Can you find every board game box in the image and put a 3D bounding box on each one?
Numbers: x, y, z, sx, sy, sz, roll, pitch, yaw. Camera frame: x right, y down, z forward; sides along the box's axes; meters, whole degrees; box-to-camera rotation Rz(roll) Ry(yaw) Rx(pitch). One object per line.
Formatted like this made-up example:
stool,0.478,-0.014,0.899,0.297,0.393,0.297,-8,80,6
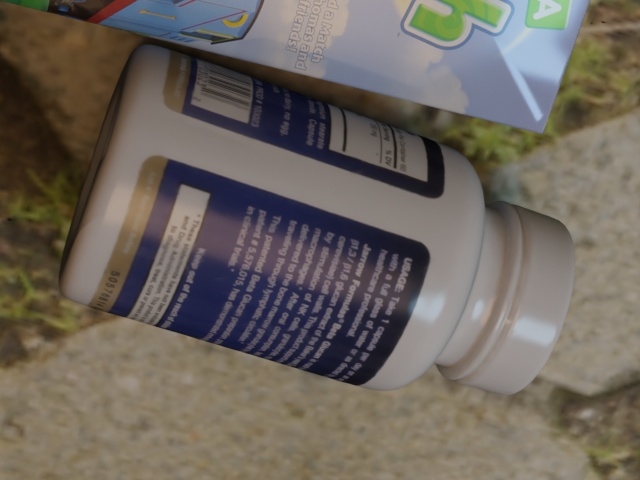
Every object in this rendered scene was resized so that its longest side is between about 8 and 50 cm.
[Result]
board game box,0.000,-0.137,0.437,0.211,0.039,0.160,12,112,-11

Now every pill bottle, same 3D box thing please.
pill bottle,0.000,0.000,0.468,0.169,0.094,0.094,18,111,-13
